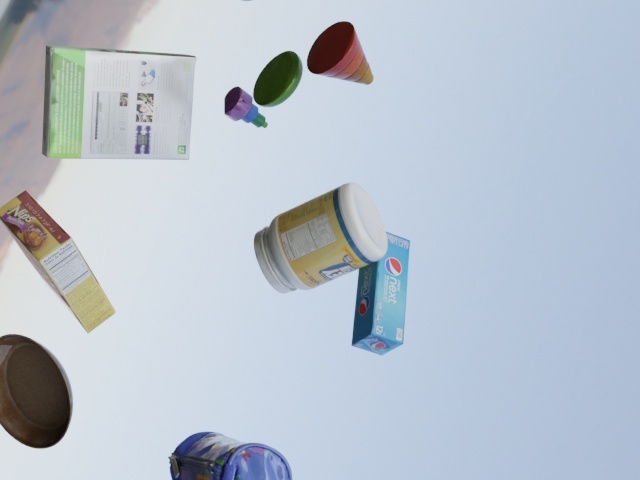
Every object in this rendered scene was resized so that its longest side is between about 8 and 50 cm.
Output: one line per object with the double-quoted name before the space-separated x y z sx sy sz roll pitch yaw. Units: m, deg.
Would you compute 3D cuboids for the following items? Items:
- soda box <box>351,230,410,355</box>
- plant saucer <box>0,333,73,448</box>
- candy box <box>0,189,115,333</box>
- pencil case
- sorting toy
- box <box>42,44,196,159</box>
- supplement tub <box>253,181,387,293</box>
"soda box" 0.109 0.091 1.852 0.071 0.067 0.210 -39 -143 52
"plant saucer" -0.472 0.243 1.707 0.198 0.198 0.036 -50 165 31
"candy box" -0.340 0.030 1.347 0.053 0.186 0.109 -38 -121 -17
"pencil case" -0.154 0.375 1.682 0.306 0.133 0.119 -14 -116 65
"sorting toy" -0.033 -0.305 2.084 0.366 0.126 0.127 -22 -132 38
"box" -0.429 -0.291 2.228 0.058 0.322 0.232 24 -68 56
"supplement tub" 0.000 0.000 1.802 0.200 0.144 0.144 -24 -145 21
